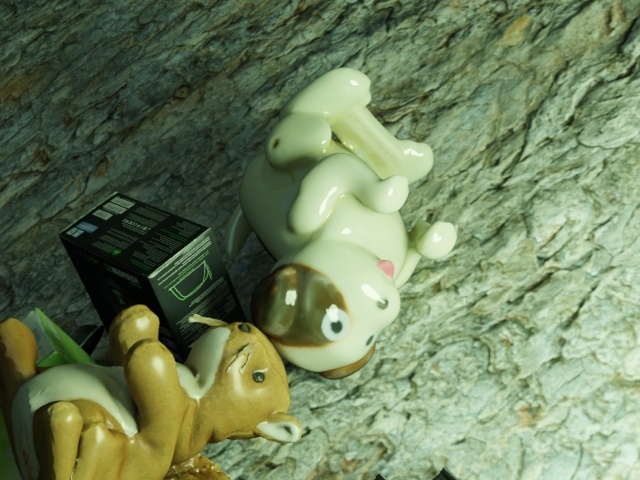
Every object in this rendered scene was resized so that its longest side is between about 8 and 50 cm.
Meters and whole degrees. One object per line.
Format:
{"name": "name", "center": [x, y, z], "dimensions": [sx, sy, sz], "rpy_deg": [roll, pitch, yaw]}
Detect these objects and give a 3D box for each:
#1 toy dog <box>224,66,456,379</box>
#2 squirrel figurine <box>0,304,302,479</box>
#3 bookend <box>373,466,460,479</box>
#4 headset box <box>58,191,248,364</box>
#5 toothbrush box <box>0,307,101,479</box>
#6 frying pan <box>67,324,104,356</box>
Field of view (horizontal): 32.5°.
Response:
{"name": "toy dog", "center": [0.000, 0.000, 1.662], "dimensions": [0.395, 0.284, 0.408], "rpy_deg": [-20, 47, 17]}
{"name": "squirrel figurine", "center": [-0.221, 0.282, 1.515], "dimensions": [0.370, 0.397, 0.281], "rpy_deg": [-11, 19, -28]}
{"name": "bookend", "center": [0.124, 0.348, 1.421], "dimensions": [0.157, 0.072, 0.156], "rpy_deg": [-42, 43, -8]}
{"name": "headset box", "center": [-0.251, 0.095, 1.743], "dimensions": [0.246, 0.283, 0.131], "rpy_deg": [21, 50, 41]}
{"name": "toothbrush box", "center": [-0.415, 0.272, 1.675], "dimensions": [0.206, 0.283, 0.122], "rpy_deg": [-38, 44, -3]}
{"name": "frying pan", "center": [-0.461, 0.266, 1.846], "dimensions": [0.326, 0.053, 0.197], "rpy_deg": [-55, 0, 21]}
